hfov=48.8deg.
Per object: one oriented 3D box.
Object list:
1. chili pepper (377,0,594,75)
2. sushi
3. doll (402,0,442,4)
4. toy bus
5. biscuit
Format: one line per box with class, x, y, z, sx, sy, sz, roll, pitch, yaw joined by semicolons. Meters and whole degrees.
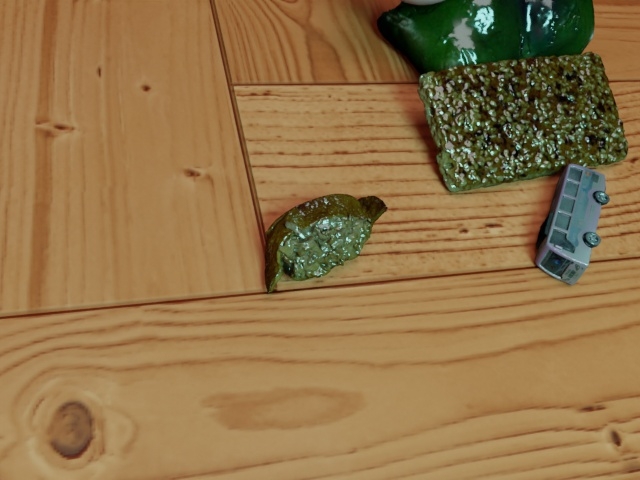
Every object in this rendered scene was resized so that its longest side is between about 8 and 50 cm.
chili pepper;0.216;-0.256;0.795;0.264;0.116;0.148;-18;64;-24
sushi;0.000;0.000;0.599;0.120;0.052;0.055;-20;46;-28
doll;0.159;-0.363;0.754;0.365;0.094;0.160;-37;62;-16
toy bus;0.242;-0.019;0.678;0.052;0.037;0.130;24;52;7
biscuit;0.215;-0.127;0.729;0.231;0.025;0.131;-13;82;-21
